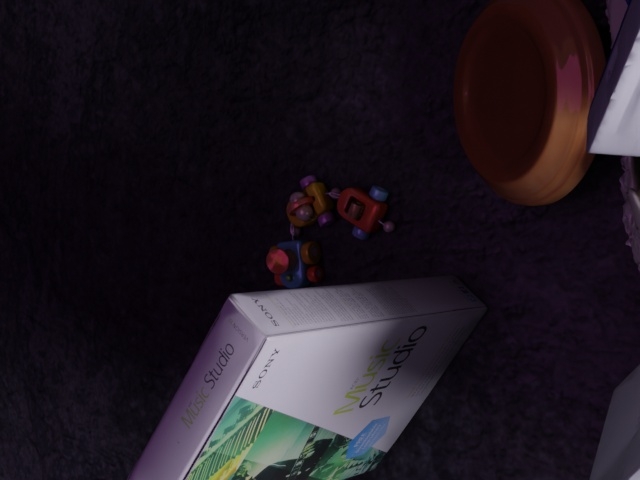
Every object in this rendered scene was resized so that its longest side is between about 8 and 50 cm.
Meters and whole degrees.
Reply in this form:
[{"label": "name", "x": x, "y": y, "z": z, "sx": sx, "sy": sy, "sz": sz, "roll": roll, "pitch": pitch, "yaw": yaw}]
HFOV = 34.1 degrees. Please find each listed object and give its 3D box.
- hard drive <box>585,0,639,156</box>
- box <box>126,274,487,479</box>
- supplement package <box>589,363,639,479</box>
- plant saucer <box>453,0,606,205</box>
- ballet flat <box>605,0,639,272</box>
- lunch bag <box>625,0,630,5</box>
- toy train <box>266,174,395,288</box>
[{"label": "hard drive", "x": 0.344, "y": -0.096, "z": 0.648, "sx": 0.319, "sy": 0.210, "sz": 0.040, "roll": 5, "pitch": 73, "yaw": 7}, {"label": "box", "x": -0.006, "y": 0.142, "z": 0.942, "sx": 0.058, "sy": 0.322, "sz": 0.232, "roll": 46, "pitch": 119, "yaw": 31}, {"label": "supplement package", "x": 0.317, "y": 0.167, "z": 0.727, "sx": 0.203, "sy": 0.194, "sz": 0.149, "roll": 37, "pitch": 122, "yaw": 5}, {"label": "plant saucer", "x": 0.173, "y": -0.129, "z": 0.915, "sx": 0.200, "sy": 0.037, "sz": 0.199, "roll": 175, "pitch": 90, "yaw": -65}, {"label": "ballet flat", "x": 0.283, "y": -0.088, "z": 0.826, "sx": 0.147, "sy": 0.147, "sz": 0.408, "roll": -12, "pitch": 86, "yaw": 38}, {"label": "lunch bag", "x": 0.298, "y": -0.300, "z": 0.627, "sx": 0.239, "sy": 0.385, "sz": 0.327, "roll": 0, "pitch": 81, "yaw": 16}, {"label": "toy train", "x": 0.000, "y": 0.000, "z": 1.104, "sx": 0.125, "sy": 0.046, "sz": 0.166, "roll": 40, "pitch": 115, "yaw": 30}]
